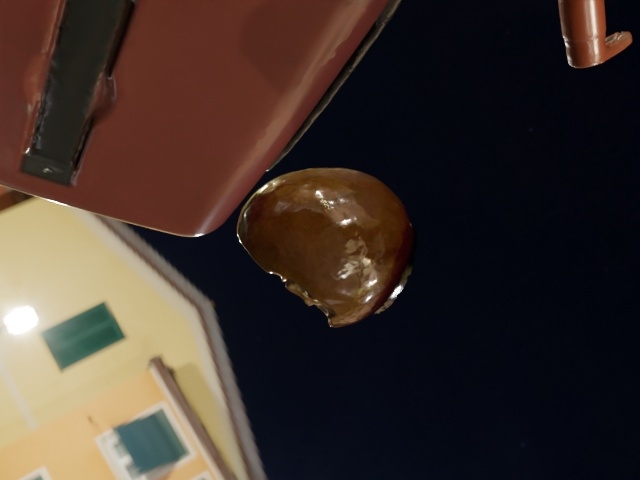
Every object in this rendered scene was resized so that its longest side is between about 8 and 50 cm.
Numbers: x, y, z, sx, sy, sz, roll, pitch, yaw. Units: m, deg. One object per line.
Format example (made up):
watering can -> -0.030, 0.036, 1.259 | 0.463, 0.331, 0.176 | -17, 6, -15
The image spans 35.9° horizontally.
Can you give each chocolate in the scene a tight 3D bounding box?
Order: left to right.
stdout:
chocolate -> 0.000, 0.000, 0.809 | 0.124, 0.133, 0.127 | 34, -73, 58

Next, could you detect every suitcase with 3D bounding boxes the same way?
suitcase -> -0.095, -0.134, 0.462 | 0.297, 0.236, 0.161 | 133, -30, -59

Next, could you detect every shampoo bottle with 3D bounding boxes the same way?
shampoo bottle -> 0.202, -0.259, 0.790 | 0.085, 0.085, 0.244 | 24, -45, 53
